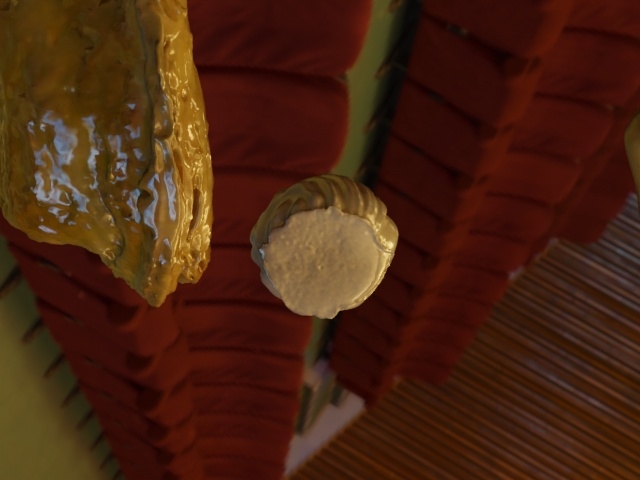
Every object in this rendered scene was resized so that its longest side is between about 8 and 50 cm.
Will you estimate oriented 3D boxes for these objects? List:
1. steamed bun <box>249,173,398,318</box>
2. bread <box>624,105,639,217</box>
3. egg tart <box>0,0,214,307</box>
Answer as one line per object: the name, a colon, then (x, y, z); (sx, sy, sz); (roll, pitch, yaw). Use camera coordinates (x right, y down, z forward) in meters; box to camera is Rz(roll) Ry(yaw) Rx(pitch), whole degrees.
steamed bun: (0.000, 0.000, 1.321); (0.106, 0.183, 0.183); (-99, -147, -65)
bread: (0.405, -0.077, 1.159); (0.147, 0.098, 0.217); (-49, 136, -18)
egg tart: (-0.170, -0.104, 0.752); (0.128, 0.319, 0.319); (-11, 147, -22)
